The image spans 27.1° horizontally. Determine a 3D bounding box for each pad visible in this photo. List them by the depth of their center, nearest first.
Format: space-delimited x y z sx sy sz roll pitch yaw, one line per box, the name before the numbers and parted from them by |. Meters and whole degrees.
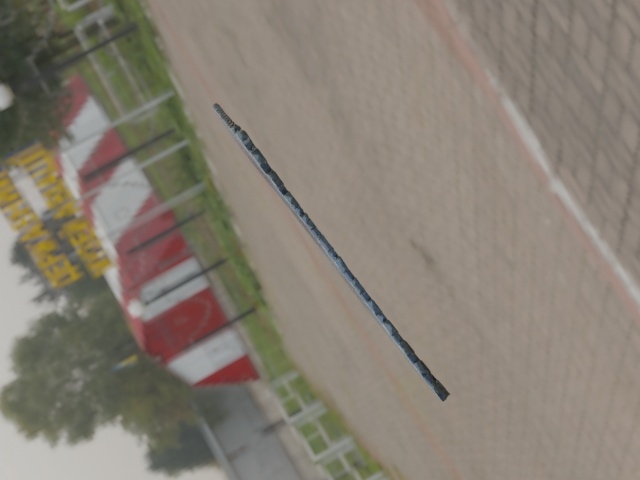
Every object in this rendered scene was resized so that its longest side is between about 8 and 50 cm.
pad | 0.000 0.000 1.097 0.270 0.012 0.269 52 180 -11
